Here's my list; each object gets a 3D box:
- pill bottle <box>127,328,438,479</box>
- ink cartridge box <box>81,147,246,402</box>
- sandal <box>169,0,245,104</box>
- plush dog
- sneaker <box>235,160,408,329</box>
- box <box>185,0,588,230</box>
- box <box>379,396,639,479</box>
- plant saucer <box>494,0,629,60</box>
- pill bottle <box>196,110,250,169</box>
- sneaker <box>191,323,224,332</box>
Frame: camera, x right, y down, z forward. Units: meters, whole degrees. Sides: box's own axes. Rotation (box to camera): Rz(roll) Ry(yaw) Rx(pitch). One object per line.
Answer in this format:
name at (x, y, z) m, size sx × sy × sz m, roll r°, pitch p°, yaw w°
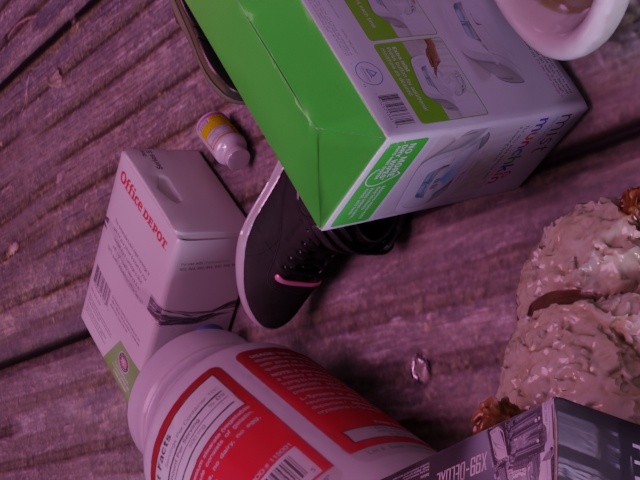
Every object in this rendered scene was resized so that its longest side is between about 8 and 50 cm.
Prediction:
pill bottle at (-0.035, 0.241, 1.272) m, size 0.407 × 0.229 × 0.229 m, roll 31°, pitch 118°, yaw 53°
ink cartridge box at (-0.199, 0.046, 1.620) m, size 0.198 × 0.114 × 0.273 m, roll 52°, pitch 134°, yaw 42°
sandal at (-0.135, -0.288, 1.507) m, size 0.086 × 0.120 × 0.303 m, roll 126°, pitch 132°, yaw -63°
plush dog at (0.203, 0.075, 0.953) m, size 0.262 × 0.210 × 0.225 m, roll -41°, pitch 35°, yaw 51°
sneaker at (0.000, 0.000, 1.313) m, size 0.147 × 0.104 × 0.296 m, roll 55°, pitch 131°, yaw 47°
box at (0.054, -0.163, 1.067) m, size 0.262 × 0.231 × 0.127 m, roll 59°, pitch 138°, yaw 22°
box at (0.167, 0.220, 0.903) m, size 0.307 × 0.242 × 0.076 m, roll -38°, pitch 38°, yaw 51°
plant saucer at (0.176, -0.334, 0.910) m, size 0.400 × 0.100 × 0.400 m, roll 167°, pitch 90°, yaw -83°
pill bottle at (-0.117, -0.120, 1.547) m, size 0.083 × 0.043 × 0.043 m, roll 51°, pitch 133°, yaw 42°
sneaker at (-0.137, 0.217, 1.576) m, size 0.090 × 0.081 × 0.232 m, roll 45°, pitch 135°, yaw 43°
